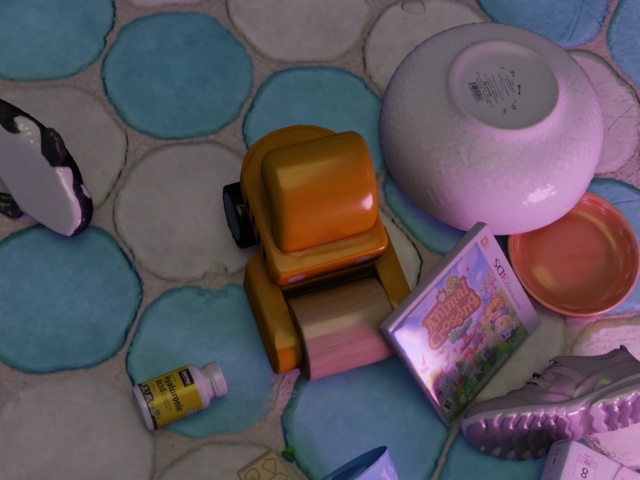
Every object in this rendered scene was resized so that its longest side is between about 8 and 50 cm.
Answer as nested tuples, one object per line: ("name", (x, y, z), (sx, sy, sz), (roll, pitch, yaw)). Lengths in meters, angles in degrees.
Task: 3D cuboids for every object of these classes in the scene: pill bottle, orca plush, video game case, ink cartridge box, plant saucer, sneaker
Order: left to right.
("orca plush", (-0.414, -0.119, 1.638), (0.287, 0.102, 0.151), (31, 112, 15))
("pill bottle", (-0.185, 0.202, 1.535), (0.116, 0.065, 0.065), (-21, 73, -16))
("video game case", (0.196, 0.114, 1.582), (0.212, 0.023, 0.193), (-45, 120, -20))
("sneaker", (0.322, 0.219, 1.599), (0.281, 0.105, 0.115), (-11, 43, -11))
("plant saucer", (0.366, 0.020, 1.698), (0.199, 0.037, 0.200), (3, 68, -7))
("ink cartridge box", (0.360, 0.404, 1.517), (0.189, 0.066, 0.232), (28, 63, -12))

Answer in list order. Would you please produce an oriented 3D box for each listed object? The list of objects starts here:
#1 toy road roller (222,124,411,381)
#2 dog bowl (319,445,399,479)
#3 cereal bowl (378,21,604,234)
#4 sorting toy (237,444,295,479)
("toy road roller", (0.000, 0.000, 1.544), (0.202, 0.240, 0.330), (-15, 72, -13))
("dog bowl", (-0.018, 0.369, 1.447), (0.297, 0.166, 0.074), (-34, 88, -18))
("cereal bowl", (0.256, -0.186, 1.687), (0.338, 0.141, 0.339), (2, 63, -4))
("sorting toy", (-0.060, 0.309, 1.539), (0.083, 0.012, 0.062), (-32, 71, -14))
